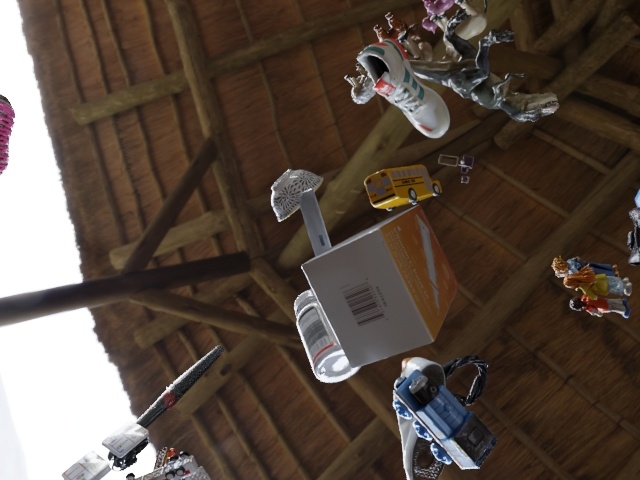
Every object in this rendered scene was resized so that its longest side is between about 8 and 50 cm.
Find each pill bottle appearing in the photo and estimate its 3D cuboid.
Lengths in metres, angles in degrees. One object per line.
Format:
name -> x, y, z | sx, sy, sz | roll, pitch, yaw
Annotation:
pill bottle -> 0.016, 0.295, 1.478 | 0.283, 0.161, 0.161 | -118, -144, -51

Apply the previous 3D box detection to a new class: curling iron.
curling iron -> -0.269, 0.286, 0.822 | 0.035, 0.274, 0.068 | 27, -43, 15

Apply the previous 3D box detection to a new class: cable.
cable -> 0.441, 0.432, 1.411 | 0.047, 0.185, 0.150 | 171, -104, -81

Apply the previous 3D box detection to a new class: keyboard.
keyboard -> 0.000, 0.000, 1.142 | 0.072, 0.014, 0.255 | -12, -83, 53

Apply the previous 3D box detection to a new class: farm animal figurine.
farm animal figurine -> 0.267, -0.497, 1.246 | 0.326, 0.172, 0.330 | -58, -146, -5

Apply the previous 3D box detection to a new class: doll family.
doll family -> 0.731, 0.096, 1.262 | 0.163, 0.263, 0.118 | 5, -62, 11

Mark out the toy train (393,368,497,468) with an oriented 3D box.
toy train -> 0.206, 0.305, 0.791 | 0.184, 0.080, 0.105 | 48, -32, 9

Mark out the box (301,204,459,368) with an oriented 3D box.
box -> 0.142, 0.073, 0.940 | 0.168, 0.345, 0.214 | -26, -90, 26

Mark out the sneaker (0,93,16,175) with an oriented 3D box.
sneaker -> -0.549, -0.173, 0.764 | 0.170, 0.063, 0.074 | -54, -133, 26

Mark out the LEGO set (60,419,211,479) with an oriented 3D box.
LEGO set -> -0.268, 0.338, 0.600 | 0.244, 0.182, 0.060 | -5, -67, 45

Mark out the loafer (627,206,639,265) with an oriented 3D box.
loafer -> 0.773, 0.061, 1.081 | 0.095, 0.109, 0.302 | -23, -119, 34

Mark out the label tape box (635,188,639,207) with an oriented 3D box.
label tape box -> 0.963, -0.154, 1.055 | 0.348, 0.249, 0.115 | -9, -121, 14

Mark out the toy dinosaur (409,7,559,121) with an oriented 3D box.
toy dinosaur -> 0.215, -0.256, 0.665 | 0.268, 0.064, 0.118 | 30, -36, 23

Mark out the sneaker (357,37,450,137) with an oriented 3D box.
sneaker -> 0.108, -0.201, 0.629 | 0.161, 0.075, 0.057 | 57, -38, 3

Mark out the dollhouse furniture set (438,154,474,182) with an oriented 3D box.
dollhouse furniture set -> 0.446, -0.248, 1.556 | 0.114, 0.081, 0.090 | 15, -77, 28

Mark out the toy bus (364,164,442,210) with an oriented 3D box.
toy bus -> 0.301, -0.189, 1.624 | 0.108, 0.333, 0.130 | -22, -94, 41

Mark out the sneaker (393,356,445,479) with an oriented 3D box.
sneaker -> 0.227, 0.414, 1.068 | 0.123, 0.106, 0.289 | 180, -86, -67

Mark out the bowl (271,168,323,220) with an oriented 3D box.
bowl -> -0.080, -0.138, 1.241 | 0.080, 0.170, 0.170 | 45, -39, -15
